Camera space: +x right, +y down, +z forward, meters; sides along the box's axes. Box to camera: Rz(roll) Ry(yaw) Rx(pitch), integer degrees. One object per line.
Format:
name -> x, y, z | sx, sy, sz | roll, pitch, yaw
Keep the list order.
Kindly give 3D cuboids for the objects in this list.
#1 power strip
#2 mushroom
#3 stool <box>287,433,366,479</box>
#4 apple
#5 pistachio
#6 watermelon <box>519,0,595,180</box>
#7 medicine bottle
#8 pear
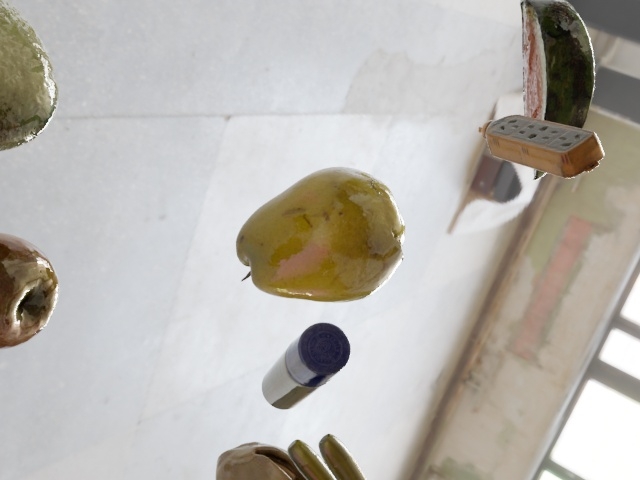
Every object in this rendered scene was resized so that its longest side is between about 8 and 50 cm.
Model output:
power strip -> 0.215, -0.100, 0.874 | 0.049, 0.178, 0.028 | -33, 116, -13
mushroom -> -0.509, -0.264, 1.278 | 0.292, 0.212, 0.217 | -43, 155, -46
stool -> -0.001, 0.271, 0.869 | 0.134, 0.110, 0.135 | -41, -172, 16
apple -> -0.522, 0.078, 1.368 | 0.188, 0.174, 0.188 | -52, 155, -36
pistachio -> -0.065, 0.395, 1.323 | 0.126, 0.223, 0.152 | -37, 153, -55
watermelon -> 0.284, -0.203, 1.074 | 0.119, 0.063, 0.245 | 145, -58, -73
medicine bottle -> -0.021, 0.146, 0.974 | 0.059, 0.059, 0.231 | -51, 178, -23
pear -> 0.006, -0.003, 1.744 | 0.285, 0.336, 0.284 | 40, 42, -51
